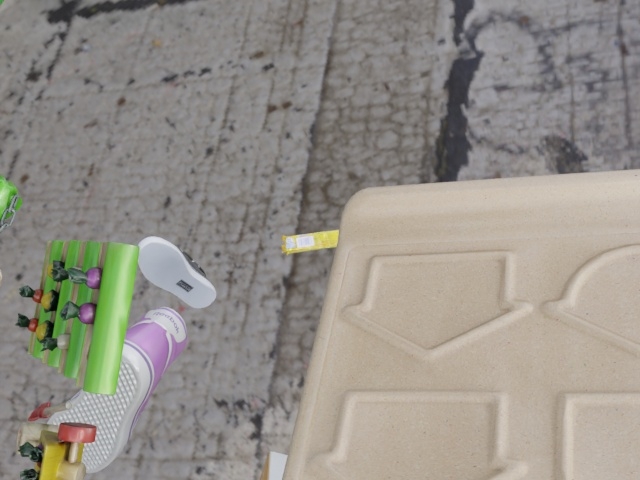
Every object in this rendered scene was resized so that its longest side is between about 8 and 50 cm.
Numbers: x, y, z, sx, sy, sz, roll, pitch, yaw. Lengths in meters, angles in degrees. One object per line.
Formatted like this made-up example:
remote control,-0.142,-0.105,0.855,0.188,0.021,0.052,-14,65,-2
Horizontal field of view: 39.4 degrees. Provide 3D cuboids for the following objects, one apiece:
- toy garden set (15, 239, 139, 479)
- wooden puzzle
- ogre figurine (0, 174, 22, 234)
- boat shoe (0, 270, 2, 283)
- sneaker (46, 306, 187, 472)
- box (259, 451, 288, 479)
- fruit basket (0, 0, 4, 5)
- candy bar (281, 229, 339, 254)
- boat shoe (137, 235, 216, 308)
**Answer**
toy garden set,-0.220,0.099,0.724,0.244,0.049,0.203,-1,80,62
wooden puzzle,0.147,0.108,0.604,0.322,0.080,0.347,-3,51,19
ogre figurine,-0.338,-0.015,0.675,0.097,0.197,0.118,25,99,33
boat shoe,-0.454,0.029,1.085,0.063,0.170,0.059,-37,49,6
sneaker,-0.262,0.199,1.210,0.102,0.282,0.161,40,36,-2
box,-0.009,0.406,0.845,0.168,0.215,0.345,17,23,-8
fruit basket,-0.288,-0.338,0.527,0.392,0.392,0.283,-34,12,-5
candy bar,0.000,0.000,1.680,0.162,0.018,0.040,-8,85,-25
boat shoe,-0.274,0.046,1.677,0.080,0.228,0.076,-37,50,7
